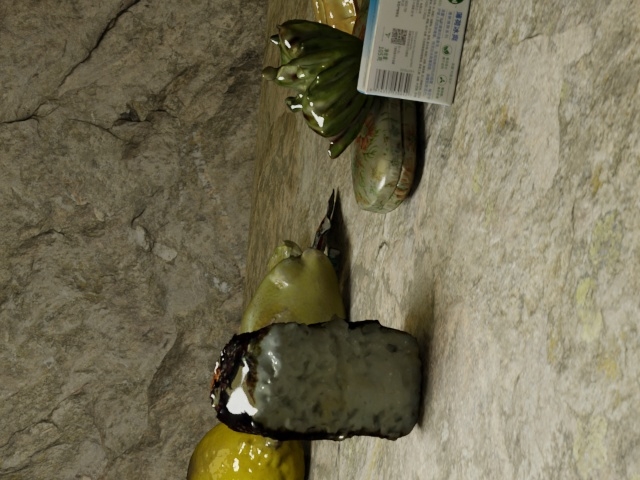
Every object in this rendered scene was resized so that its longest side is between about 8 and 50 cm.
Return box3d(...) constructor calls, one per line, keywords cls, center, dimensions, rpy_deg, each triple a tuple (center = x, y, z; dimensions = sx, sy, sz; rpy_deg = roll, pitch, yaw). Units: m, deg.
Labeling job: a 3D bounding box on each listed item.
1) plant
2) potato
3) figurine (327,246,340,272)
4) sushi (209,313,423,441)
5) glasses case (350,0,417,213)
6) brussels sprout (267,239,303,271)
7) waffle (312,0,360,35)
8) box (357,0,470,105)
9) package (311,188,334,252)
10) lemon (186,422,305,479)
box3d(cls="plant", center=(0.084, -0.285, 1.603), dimensions=(0.251, 0.333, 0.180), rpy_deg=(64, -173, -48))
box3d(cls="potato", center=(-0.055, 0.184, 2.051), dimensions=(0.202, 0.218, 0.351), rpy_deg=(-155, 74, -80))
box3d(cls="figurine", center=(0.019, 0.068, 2.186), dimensions=(0.060, 0.047, 0.106), rpy_deg=(10, 85, 58))
box3d(cls="sushi", center=(0.007, 0.202, 1.504), dimensions=(0.182, 0.343, 0.196), rpy_deg=(7, 92, 59))
box3d(cls="glasses case", center=(0.108, -0.248, 1.748), dimensions=(0.156, 0.098, 0.425), rpy_deg=(130, 145, -58))
box3d(cls="brussels sprout", center=(-0.075, 0.082, 2.526), dimensions=(0.139, 0.100, 0.181), rpy_deg=(-117, 34, -52))
box3d(cls="waffle", center=(0.031, -0.478, 2.052), dimensions=(0.348, 0.077, 0.304), rpy_deg=(-108, 4, -69))
box3d(cls="box", center=(0.142, -0.311, 1.512), dimensions=(0.073, 0.139, 0.194), rpy_deg=(-128, 45, -74))
box3d(cls="package", center=(0.000, 0.000, 2.222), dimensions=(0.239, 0.030, 0.154), rpy_deg=(-75, 2, -58))
box3d(cls="lemon", center=(-0.165, 0.533, 2.295), dimensions=(0.316, 0.285, 0.285), rpy_deg=(-26, 44, 24))
